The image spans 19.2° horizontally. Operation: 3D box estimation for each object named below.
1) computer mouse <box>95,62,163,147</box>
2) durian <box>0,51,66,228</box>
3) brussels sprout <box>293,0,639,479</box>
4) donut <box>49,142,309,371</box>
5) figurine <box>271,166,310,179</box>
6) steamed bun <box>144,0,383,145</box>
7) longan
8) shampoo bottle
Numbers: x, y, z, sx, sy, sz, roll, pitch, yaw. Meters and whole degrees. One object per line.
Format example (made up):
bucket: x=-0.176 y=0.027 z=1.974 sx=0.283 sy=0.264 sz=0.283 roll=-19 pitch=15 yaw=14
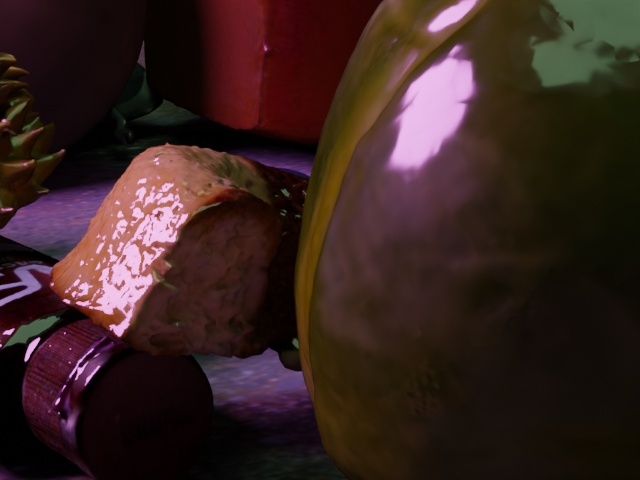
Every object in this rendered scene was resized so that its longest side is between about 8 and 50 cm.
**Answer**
computer mouse: x=-0.249 y=-0.140 z=1.787 sx=0.167 sy=0.090 sz=0.379 roll=-6 pitch=26 yaw=-26
durian: x=-0.276 y=-0.027 z=1.028 sx=0.260 sy=0.154 sz=0.186 roll=-30 pitch=49 yaw=3
brussels sprout: x=0.167 y=-0.021 z=0.799 sx=0.371 sy=0.315 sz=0.276 roll=-8 pitch=37 yaw=-35
donut: x=-0.035 y=0.008 z=0.907 sx=0.141 sy=0.085 sz=0.217 roll=29 pitch=11 yaw=38
figurine: x=0.000 y=0.000 z=1.117 sx=0.195 sy=0.102 sz=0.111 roll=-11 pitch=-18 yaw=-10
steamed bun: x=0.003 y=-0.210 z=1.653 sx=0.248 sy=0.235 sz=0.379 roll=-4 pitch=14 yaw=-23
longan: x=-0.317 y=-0.203 z=1.565 sx=0.361 sy=0.361 sz=0.361 roll=-5 pitch=14 yaw=1
shampoo bottle: x=-0.167 y=0.052 z=0.995 sx=0.129 sy=0.084 sz=0.323 roll=-16 pitch=18 yaw=-29
